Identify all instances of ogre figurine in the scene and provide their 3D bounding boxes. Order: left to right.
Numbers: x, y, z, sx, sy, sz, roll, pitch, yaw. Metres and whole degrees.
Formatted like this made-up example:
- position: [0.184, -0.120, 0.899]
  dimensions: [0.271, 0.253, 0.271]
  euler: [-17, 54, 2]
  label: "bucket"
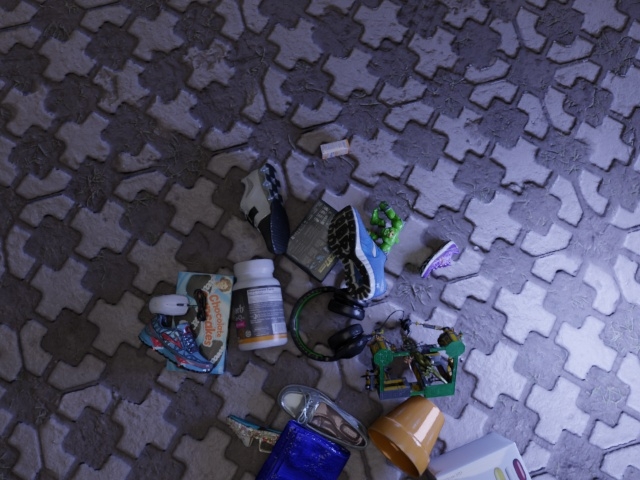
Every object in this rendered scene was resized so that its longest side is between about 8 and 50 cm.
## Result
- position: [0.212, -0.031, 1.829]
  dimensions: [0.118, 0.097, 0.197]
  euler: [26, 64, 21]
  label: "ogre figurine"

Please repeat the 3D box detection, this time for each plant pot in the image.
- position: [0.284, 0.593, 1.672]
  dimensions: [0.205, 0.205, 0.188]
  euler: [45, 66, 6]
  label: "plant pot"

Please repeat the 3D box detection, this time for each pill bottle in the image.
- position: [-0.202, 0.209, 1.736]
  dimensions: [0.162, 0.162, 0.279]
  euler: [-8, 79, -3]
  label: "pill bottle"

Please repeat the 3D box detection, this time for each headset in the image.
- position: [0.100, 0.274, 1.767]
  dimensions: [0.393, 0.185, 0.244]
  euler: [-3, 80, 13]
  label: "headset"

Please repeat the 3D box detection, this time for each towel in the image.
- position: [-0.073, 0.734, 1.641]
  dimensions: [0.227, 0.076, 0.308]
  euler: [30, 94, -6]
  label: "towel"

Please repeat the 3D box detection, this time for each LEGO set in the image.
- position: [0.282, 0.359, 1.684]
  dimensions: [0.331, 0.192, 0.255]
  euler: [-12, 115, -2]
  label: "LEGO set"

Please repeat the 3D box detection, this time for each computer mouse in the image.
- position: [-0.466, 0.211, 1.730]
  dimensions: [0.192, 0.042, 0.106]
  euler: [-2, 80, 2]
  label: "computer mouse"

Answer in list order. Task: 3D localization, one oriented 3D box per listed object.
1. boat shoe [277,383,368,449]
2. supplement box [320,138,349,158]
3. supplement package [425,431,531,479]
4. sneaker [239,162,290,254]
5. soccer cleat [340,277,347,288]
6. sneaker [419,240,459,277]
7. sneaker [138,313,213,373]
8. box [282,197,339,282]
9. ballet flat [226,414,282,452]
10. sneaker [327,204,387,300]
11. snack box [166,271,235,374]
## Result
- position: [0.010, 0.563, 1.705]
  dimensions: [0.320, 0.103, 0.118]
  euler: [32, 80, 4]
  label: "boat shoe"
- position: [0.049, -0.321, 1.890]
  dimensions: [0.098, 0.062, 0.036]
  euler: [-14, 82, -3]
  label: "supplement box"
- position: [0.474, 0.719, 1.637]
  dimensions: [0.261, 0.204, 0.145]
  euler: [-22, 80, -5]
  label: "supplement package"
- position: [-0.198, -0.088, 1.809]
  dimensions: [0.146, 0.122, 0.331]
  euler: [-22, 62, 20]
  label: "sneaker"
- position: [0.097, 0.132, 1.820]
  dimensions: [0.029, 0.035, 0.083]
  euler: [42, 81, 6]
  label: "soccer cleat"
- position: [0.408, 0.073, 1.826]
  dimensions: [0.170, 0.068, 0.071]
  euler: [-40, 89, -9]
  label: "sneaker"
- position: [-0.439, 0.321, 1.678]
  dimensions: [0.261, 0.104, 0.125]
  euler: [29, 80, 7]
  label: "sneaker"
- position: [0.000, 0.000, 1.831]
  dimensions: [0.183, 0.059, 0.233]
  euler: [36, 80, 5]
  label: "box"
- position: [-0.195, 0.624, 1.695]
  dimensions: [0.240, 0.091, 0.077]
  euler: [17, 75, 4]
  label: "ballet flat"
- position: [0.130, 0.040, 1.753]
  dimensions: [0.129, 0.147, 0.330]
  euler: [-29, 66, 36]
  label: "sneaker"
- position: [-0.392, 0.271, 1.770]
  dimensions: [0.187, 0.060, 0.322]
  euler: [4, 79, 0]
  label: "snack box"
